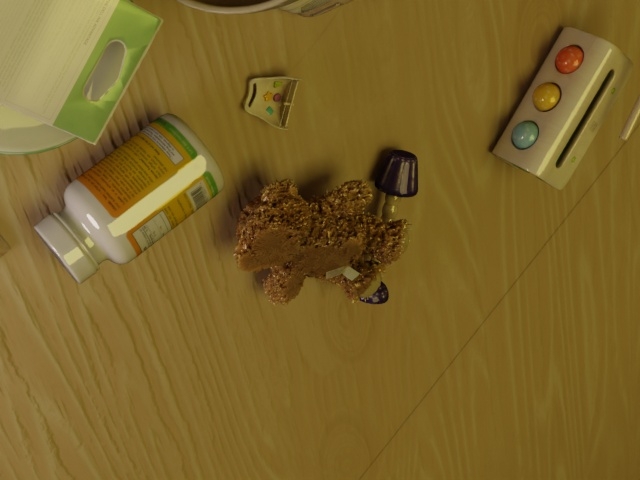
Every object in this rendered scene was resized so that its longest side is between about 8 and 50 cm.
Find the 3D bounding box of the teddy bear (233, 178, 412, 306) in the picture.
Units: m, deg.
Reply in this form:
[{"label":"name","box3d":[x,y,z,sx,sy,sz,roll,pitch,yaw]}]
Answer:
[{"label":"teddy bear","box3d":[0.000,0.000,1.654,0.338,0.113,0.245,0,131,-28]}]

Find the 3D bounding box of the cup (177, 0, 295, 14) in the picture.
[{"label":"cup","box3d":[-0.062,-0.441,1.255,0.331,0.331,0.237,-70,165,14]}]

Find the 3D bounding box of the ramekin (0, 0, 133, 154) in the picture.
[{"label":"ramekin","box3d":[-0.362,-0.248,1.174,0.303,0.148,0.303,-16,124,-25]}]

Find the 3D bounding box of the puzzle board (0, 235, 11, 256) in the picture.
[{"label":"puzzle board","box3d":[-0.485,-0.003,1.340,0.096,0.011,0.128,-40,132,-13]}]

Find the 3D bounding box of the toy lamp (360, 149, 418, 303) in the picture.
[{"label":"toy lamp","box3d":[0.116,-0.025,1.777,0.080,0.080,0.275,-6,121,-37]}]

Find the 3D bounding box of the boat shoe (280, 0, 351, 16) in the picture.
[{"label":"boat shoe","box3d":[0.062,-0.395,1.405,0.098,0.302,0.109,17,59,-51]}]

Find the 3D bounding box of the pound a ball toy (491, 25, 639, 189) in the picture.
[{"label":"pound a ball toy","box3d":[0.477,-0.254,1.846,0.135,0.208,0.319,23,99,-45]}]

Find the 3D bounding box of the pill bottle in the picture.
[{"label":"pill bottle","box3d":[-0.267,-0.054,1.401,0.245,0.136,0.136,-39,133,-15]}]

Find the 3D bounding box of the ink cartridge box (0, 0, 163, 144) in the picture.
[{"label":"ink cartridge box","box3d":[-0.311,-0.224,1.085,0.235,0.056,0.171,22,103,-41]}]

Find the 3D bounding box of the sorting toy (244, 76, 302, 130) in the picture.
[{"label":"sorting toy","box3d":[-0.078,-0.217,1.533,0.075,0.045,0.083,4,112,-33]}]
